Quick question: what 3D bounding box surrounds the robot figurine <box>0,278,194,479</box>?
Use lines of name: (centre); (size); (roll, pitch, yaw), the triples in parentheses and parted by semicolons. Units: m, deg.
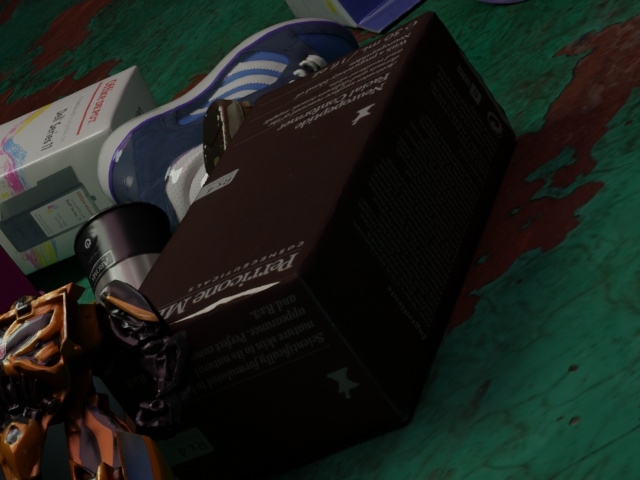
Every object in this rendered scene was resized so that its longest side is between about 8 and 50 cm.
robot figurine: (-0.169, 0.154, 1.149); (0.211, 0.085, 0.291); (-23, 58, 13)

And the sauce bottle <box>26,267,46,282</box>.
sauce bottle: (-0.339, 0.037, 2.014); (0.128, 0.042, 0.042); (-25, 21, 16)

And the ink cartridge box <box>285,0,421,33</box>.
ink cartridge box: (0.115, -0.363, 2.129); (0.303, 0.072, 0.307); (-39, 17, -8)

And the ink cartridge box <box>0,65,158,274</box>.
ink cartridge box: (-0.275, -0.070, 1.960); (0.353, 0.119, 0.207); (-22, 21, 11)

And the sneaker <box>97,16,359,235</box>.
sneaker: (-0.026, -0.093, 1.696); (0.322, 0.130, 0.236); (-32, 33, -30)

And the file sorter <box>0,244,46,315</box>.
file sorter: (-0.351, 0.063, 1.592); (0.202, 0.291, 0.182); (-37, 17, -3)

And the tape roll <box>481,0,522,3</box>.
tape roll: (0.145, -0.362, 1.746); (0.090, 0.275, 0.274); (-47, 21, -29)

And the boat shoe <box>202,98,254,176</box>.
boat shoe: (-0.052, -0.027, 1.531); (0.072, 0.190, 0.068); (3, -13, -26)

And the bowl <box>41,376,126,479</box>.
bowl: (-0.314, 0.160, 1.345); (0.311, 0.163, 0.312); (-21, 41, 19)

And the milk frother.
milk frother: (-0.125, 0.057, 1.525); (0.135, 0.143, 0.129); (66, 146, 35)

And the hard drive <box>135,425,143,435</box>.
hard drive: (-0.107, 0.104, 1.380); (0.022, 0.094, 0.135); (12, 36, 12)

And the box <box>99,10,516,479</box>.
box: (0.000, 0.000, 1.361); (0.191, 0.143, 0.381); (-24, 24, 30)
